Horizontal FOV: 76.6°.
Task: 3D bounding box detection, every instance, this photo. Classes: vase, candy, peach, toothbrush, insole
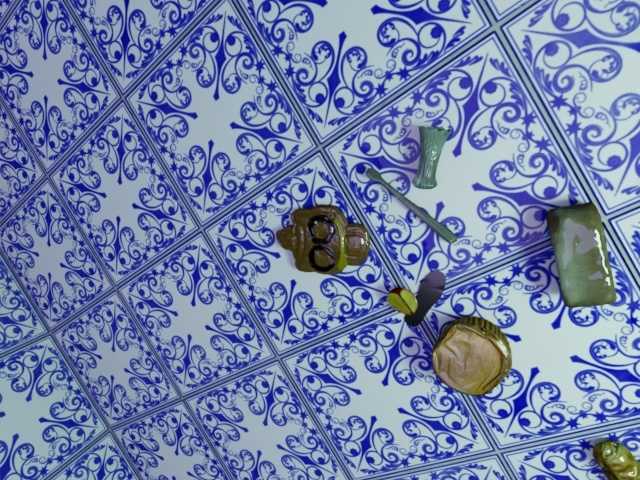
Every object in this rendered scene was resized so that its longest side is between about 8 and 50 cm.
[{"bbox_3d":[0.266,-0.201,0.993,0.081,0.081,0.148,13,111,18],"label":"vase"},{"bbox_3d":[0.583,0.034,0.913,0.104,0.102,0.233,-12,100,25],"label":"candy"},{"bbox_3d":[0.230,0.164,1.116,0.083,0.050,0.077,30,139,24],"label":"peach"},{"bbox_3d":[0.237,-0.091,1.059,0.297,0.030,0.030,40,96,6],"label":"toothbrush"},{"bbox_3d":[0.289,0.163,1.119,0.064,0.004,0.188,30,113,12],"label":"insole"}]

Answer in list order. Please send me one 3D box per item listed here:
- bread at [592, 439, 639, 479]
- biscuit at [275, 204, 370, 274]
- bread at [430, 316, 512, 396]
[{"bbox_3d":[0.809,0.655,1.003,0.077,0.084,0.367,-34,88,-15],"label":"bread"},{"bbox_3d":[0.000,0.000,1.172,0.291,0.041,0.208,3,104,21],"label":"biscuit"},{"bbox_3d":[0.394,0.297,1.060,0.200,0.104,0.198,4,101,23],"label":"bread"}]
